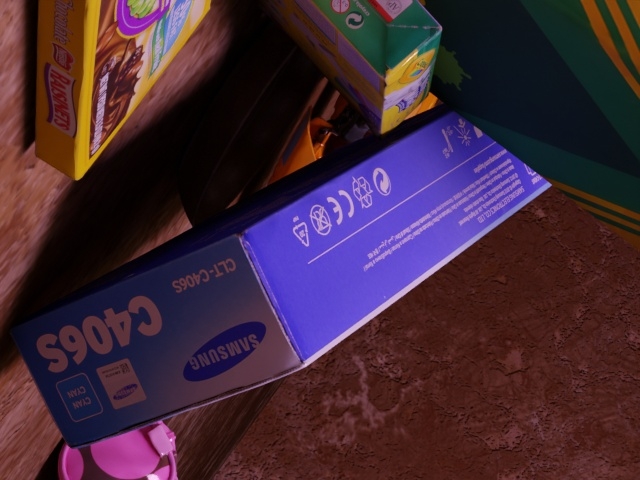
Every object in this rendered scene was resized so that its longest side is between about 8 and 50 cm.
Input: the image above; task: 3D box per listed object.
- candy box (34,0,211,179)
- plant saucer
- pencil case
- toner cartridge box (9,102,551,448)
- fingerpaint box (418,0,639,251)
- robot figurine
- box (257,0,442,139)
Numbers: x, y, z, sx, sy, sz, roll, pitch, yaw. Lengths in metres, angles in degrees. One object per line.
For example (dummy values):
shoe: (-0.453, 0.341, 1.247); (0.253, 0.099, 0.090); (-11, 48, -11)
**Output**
candy box: (-0.067, -0.106, 0.662); (0.105, 0.027, 0.206); (-58, 176, -23)
plant saucer: (-0.039, -0.083, 1.081); (0.168, 0.029, 0.168); (-54, 175, -8)
pencil case: (-0.153, 0.187, 1.376); (0.098, 0.095, 0.209); (-19, 168, -12)
toner cartridge box: (0.000, 0.000, 1.008); (0.165, 0.075, 0.348); (-23, -175, 35)
fingerpaint box: (0.274, -0.212, 0.999); (0.445, 0.371, 0.163); (-47, 169, -21)
robot figurine: (0.039, -0.106, 1.363); (0.291, 0.085, 0.211); (-58, 175, 30)
box: (0.012, -0.111, 0.914); (0.043, 0.105, 0.179); (-41, 175, -6)
